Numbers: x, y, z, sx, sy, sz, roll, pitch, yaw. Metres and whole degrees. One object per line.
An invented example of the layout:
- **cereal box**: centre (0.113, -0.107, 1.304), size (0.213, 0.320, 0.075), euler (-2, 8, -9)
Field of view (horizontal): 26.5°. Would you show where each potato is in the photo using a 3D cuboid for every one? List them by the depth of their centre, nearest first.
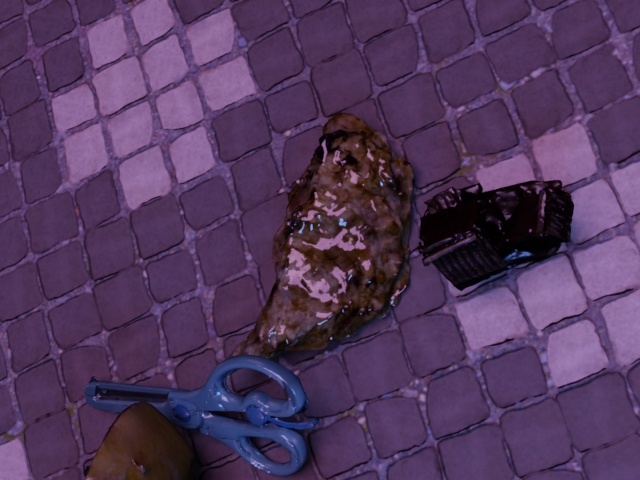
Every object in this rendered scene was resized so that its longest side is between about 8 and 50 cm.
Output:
- **potato**: centre (-0.227, 0.359, 1.745), size (0.116, 0.239, 0.299), euler (8, 68, 23)

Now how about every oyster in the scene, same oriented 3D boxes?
- **oyster**: centre (0.018, 0.017, 1.829), size (0.204, 0.111, 0.396), euler (13, 76, 22)

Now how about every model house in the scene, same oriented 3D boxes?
- **model house**: centre (0.219, -0.025, 1.724), size (0.203, 0.164, 0.141), euler (-22, 71, 13)

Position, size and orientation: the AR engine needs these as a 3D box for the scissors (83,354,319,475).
- **scissors**: centre (-0.173, 0.225, 1.840), size (0.393, 0.032, 0.180), euler (4, 116, 32)
